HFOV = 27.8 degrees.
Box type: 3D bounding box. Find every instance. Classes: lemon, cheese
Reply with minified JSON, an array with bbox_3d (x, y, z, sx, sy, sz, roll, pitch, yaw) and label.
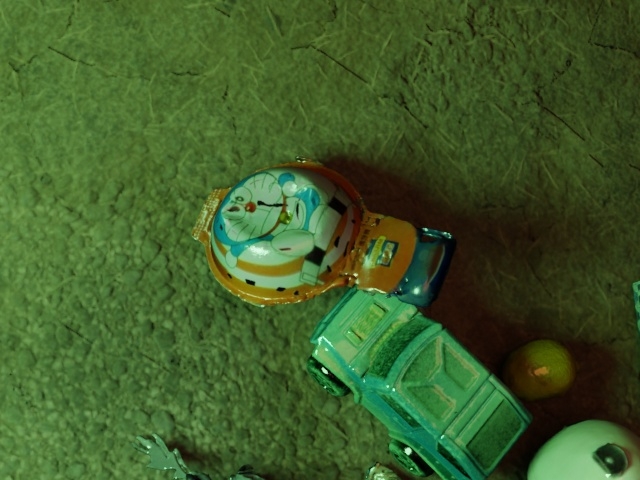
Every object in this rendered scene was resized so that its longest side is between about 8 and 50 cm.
[{"bbox_3d":[0.290,0.170,1.693,0.110,0.082,0.082,-13,84,-20],"label":"lemon"},{"bbox_3d":[0.000,0.000,1.573,0.329,0.129,0.217,15,63,21],"label":"cheese"}]

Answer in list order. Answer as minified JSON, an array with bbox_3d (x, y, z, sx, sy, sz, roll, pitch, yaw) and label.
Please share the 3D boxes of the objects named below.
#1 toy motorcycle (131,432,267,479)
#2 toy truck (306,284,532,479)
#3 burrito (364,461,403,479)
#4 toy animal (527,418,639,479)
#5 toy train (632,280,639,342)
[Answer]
[{"bbox_3d":[-0.064,0.353,1.506,0.134,0.401,0.207,4,116,-52],"label":"toy motorcycle"},{"bbox_3d":[0.120,0.175,1.608,0.279,0.156,0.155,44,72,-6],"label":"toy truck"},{"bbox_3d":[0.121,0.352,1.638,0.171,0.042,0.051,45,76,-7],"label":"burrito"},{"bbox_3d":[0.366,0.361,1.620,0.266,0.212,0.212,43,73,-10],"label":"toy animal"},{"bbox_3d":[0.461,0.157,1.762,0.043,0.047,0.208,-1,80,-14],"label":"toy train"}]
